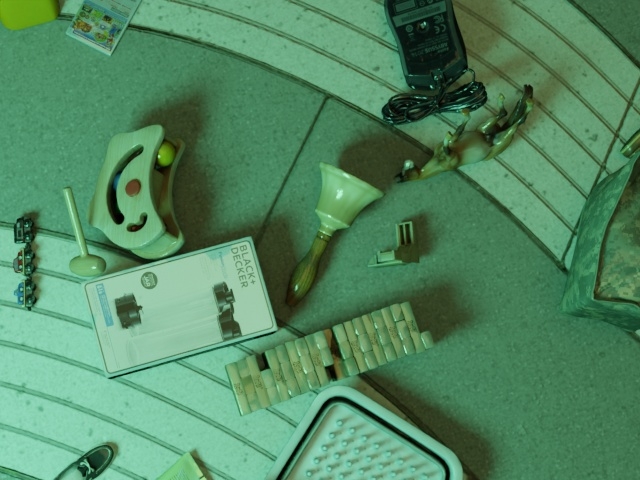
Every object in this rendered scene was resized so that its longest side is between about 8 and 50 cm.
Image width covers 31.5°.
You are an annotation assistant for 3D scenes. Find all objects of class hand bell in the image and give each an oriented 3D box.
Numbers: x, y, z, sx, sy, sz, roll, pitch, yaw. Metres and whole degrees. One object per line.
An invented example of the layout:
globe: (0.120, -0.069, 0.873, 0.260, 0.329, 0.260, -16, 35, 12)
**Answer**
hand bell: (0.000, 0.000, 1.919, 0.126, 0.126, 0.242, 27, 91, -2)

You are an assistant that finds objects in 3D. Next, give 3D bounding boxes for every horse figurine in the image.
horse figurine: (0.267, -0.178, 1.952, 0.263, 0.174, 0.066, -25, 68, -23)

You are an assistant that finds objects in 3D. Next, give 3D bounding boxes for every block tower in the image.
block tower: (0.012, 0.192, 1.882, 0.336, 0.091, 0.097, -17, 84, -10)

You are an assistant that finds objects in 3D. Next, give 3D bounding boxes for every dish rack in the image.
dish rack: (0.045, 0.435, 1.856, 0.286, 0.072, 0.332, 32, 79, 0)

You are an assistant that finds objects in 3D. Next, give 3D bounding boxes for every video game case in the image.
video game case: (-0.375, -0.391, 1.970, 0.087, 0.011, 0.122, 27, 79, -2)

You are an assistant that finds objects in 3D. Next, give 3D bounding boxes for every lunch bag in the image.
lunch bag: (0.522, -0.006, 1.900, 0.169, 0.235, 0.287, 14, 80, 1)

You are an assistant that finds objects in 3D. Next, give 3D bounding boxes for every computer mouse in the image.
computer mouse: (0.184, -0.340, 1.995, 0.189, 0.072, 0.272, -11, 83, 15)

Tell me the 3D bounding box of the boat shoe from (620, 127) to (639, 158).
boat shoe: (0.616, -0.197, 2.029, 0.178, 0.064, 0.060, -36, 85, -13)

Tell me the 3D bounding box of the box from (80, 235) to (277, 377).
box: (-0.231, 0.110, 1.868, 0.290, 0.087, 0.169, -14, 83, -9)

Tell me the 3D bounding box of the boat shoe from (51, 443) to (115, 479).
boat shoe: (-0.388, 0.373, 1.831, 0.125, 0.038, 0.046, -32, 86, -10)

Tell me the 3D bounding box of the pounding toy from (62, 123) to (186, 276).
pounding toy: (-0.308, -0.063, 1.828, 0.154, 0.155, 0.269, 10, 78, 27)

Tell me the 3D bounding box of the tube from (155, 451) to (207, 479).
tube: (-0.286, 0.449, 1.826, 0.240, 0.062, 0.070, -34, 130, -16)

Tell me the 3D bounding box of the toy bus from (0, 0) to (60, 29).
toy bus: (-0.495, -0.458, 1.803, 0.108, 0.332, 0.130, -16, 82, -9)

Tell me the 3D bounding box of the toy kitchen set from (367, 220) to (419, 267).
toy kitchen set: (0.117, 0.006, 1.939, 0.068, 0.083, 0.075, -10, 79, 34)

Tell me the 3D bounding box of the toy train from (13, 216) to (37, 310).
toy train: (-0.492, 0.039, 1.879, 0.036, 0.027, 0.158, -4, 81, -4)
